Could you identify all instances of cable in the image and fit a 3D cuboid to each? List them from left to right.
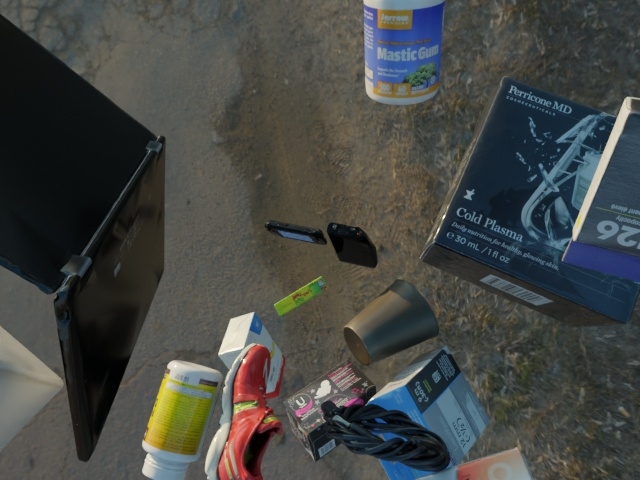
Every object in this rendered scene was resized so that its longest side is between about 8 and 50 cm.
[{"bbox_3d":[0.094,0.252,0.642,0.184,0.150,0.047,20,81,-14],"label":"cable"}]

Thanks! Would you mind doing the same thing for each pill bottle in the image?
[{"bbox_3d":[-0.279,0.358,0.987,0.117,0.117,0.215,11,76,19],"label":"pill bottle"},{"bbox_3d":[0.159,-0.415,0.949,0.152,0.272,0.152,-4,38,3],"label":"pill bottle"}]

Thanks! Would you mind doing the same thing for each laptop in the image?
[{"bbox_3d":[-0.351,-0.024,0.614,0.236,0.382,0.408,8,122,-6],"label":"laptop"}]

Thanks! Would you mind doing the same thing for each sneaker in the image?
[{"bbox_3d":[-0.122,0.335,0.947,0.118,0.107,0.279,-9,55,27],"label":"sneaker"}]

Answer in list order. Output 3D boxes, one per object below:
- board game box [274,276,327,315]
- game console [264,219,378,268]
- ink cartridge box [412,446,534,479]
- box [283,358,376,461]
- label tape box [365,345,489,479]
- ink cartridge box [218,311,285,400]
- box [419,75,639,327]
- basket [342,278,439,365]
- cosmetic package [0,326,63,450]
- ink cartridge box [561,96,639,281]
[{"bbox_3d":[-0.062,0.189,1.650,0.181,0.092,0.043,-31,78,-4],"label":"board game box"},{"bbox_3d":[0.000,0.000,1.561,0.361,0.213,0.044,12,67,20],"label":"game console"},{"bbox_3d":[0.199,0.354,0.576,0.145,0.045,0.179,-26,45,16],"label":"ink cartridge box"},{"bbox_3d":[0.035,0.508,1.494,0.247,0.163,0.142,-28,41,-22],"label":"box"},{"bbox_3d":[0.282,0.474,1.319,0.115,0.347,0.249,-33,84,42],"label":"label tape box"},{"bbox_3d":[-0.161,0.319,1.285,0.077,0.231,0.134,-19,29,17],"label":"ink cartridge box"},{"bbox_3d":[0.582,-0.085,1.301,0.479,0.297,0.472,23,81,9],"label":"box"},{"bbox_3d":[0.190,0.248,1.432,0.226,0.154,0.204,-26,66,-23],"label":"basket"},{"bbox_3d":[-0.548,0.184,0.472,0.329,0.327,0.394,39,66,-1],"label":"cosmetic package"},{"bbox_3d":[0.542,-0.025,0.700,0.303,0.307,0.072,16,41,20],"label":"ink cartridge box"}]
